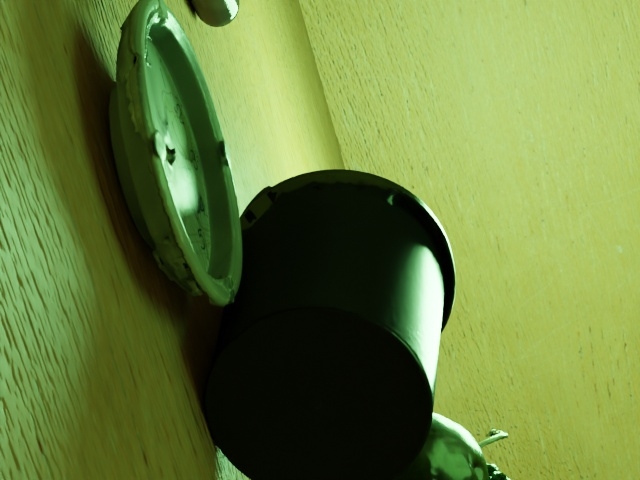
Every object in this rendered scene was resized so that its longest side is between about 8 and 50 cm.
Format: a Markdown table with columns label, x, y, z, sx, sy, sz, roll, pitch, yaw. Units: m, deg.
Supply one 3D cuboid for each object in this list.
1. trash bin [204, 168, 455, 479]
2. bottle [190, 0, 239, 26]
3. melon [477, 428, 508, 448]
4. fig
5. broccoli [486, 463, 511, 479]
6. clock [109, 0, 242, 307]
| label | x | y | z | sx | sy | sz | roll | pitch | yaw |
| --- | --- | --- | --- | --- | --- | --- | --- | --- | --- |
| trash bin | 0.012 | 0.056 | 1.072 | 0.334 | 0.214 | 0.214 | -76 | 152 | -67 |
| bottle | -0.128 | -0.290 | 1.344 | 0.140 | 0.053 | 0.053 | 65 | 12 | -63 |
| melon | 0.208 | 0.458 | 1.675 | 0.308 | 0.272 | 0.272 | 61 | 7 | -5 |
| fig | 0.067 | 0.307 | 1.272 | 0.206 | 0.206 | 0.275 | 51 | 48 | -76 |
| broccoli | 0.163 | 0.393 | 1.435 | 0.245 | 0.265 | 0.294 | 38 | -11 | -36 |
| clock | -0.114 | -0.061 | 0.919 | 0.236 | 0.053 | 0.236 | -15 | 90 | -82 |
